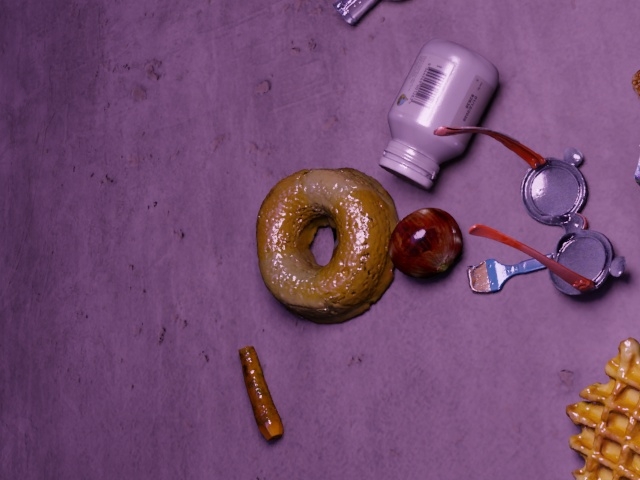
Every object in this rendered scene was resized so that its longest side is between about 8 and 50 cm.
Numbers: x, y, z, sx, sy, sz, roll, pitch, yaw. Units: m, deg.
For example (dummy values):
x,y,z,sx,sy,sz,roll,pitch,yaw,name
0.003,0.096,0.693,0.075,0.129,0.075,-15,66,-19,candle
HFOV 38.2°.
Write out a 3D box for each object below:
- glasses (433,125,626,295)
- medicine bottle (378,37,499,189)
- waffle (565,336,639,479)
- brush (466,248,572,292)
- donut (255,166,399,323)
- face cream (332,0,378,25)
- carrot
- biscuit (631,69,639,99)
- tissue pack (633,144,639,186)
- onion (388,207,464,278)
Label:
x,y,z,sx,sy,sz,roll,pitch,yaw,name
0.294,-0.058,1.273,0.118,0.268,0.234,-30,54,29,glasses
0.178,-0.195,1.453,0.135,0.135,0.215,28,92,33,medicine bottle
0.443,0.273,1.171,0.283,0.065,0.310,-38,55,41,waffle
0.300,0.041,1.390,0.164,0.014,0.051,-17,70,24,brush
0.000,0.000,1.524,0.272,0.107,0.272,-7,75,29,donut
0.144,-0.488,1.592,0.291,0.071,0.144,-43,59,13,face cream
-0.103,0.253,1.551,0.042,0.042,0.171,-30,62,20,carrot
0.552,-0.247,1.282,0.230,0.025,0.131,-27,37,19,biscuit
0.500,-0.112,1.275,0.111,0.079,0.085,15,84,32,tissue pack
0.159,0.002,1.430,0.118,0.118,0.117,40,102,32,onion
